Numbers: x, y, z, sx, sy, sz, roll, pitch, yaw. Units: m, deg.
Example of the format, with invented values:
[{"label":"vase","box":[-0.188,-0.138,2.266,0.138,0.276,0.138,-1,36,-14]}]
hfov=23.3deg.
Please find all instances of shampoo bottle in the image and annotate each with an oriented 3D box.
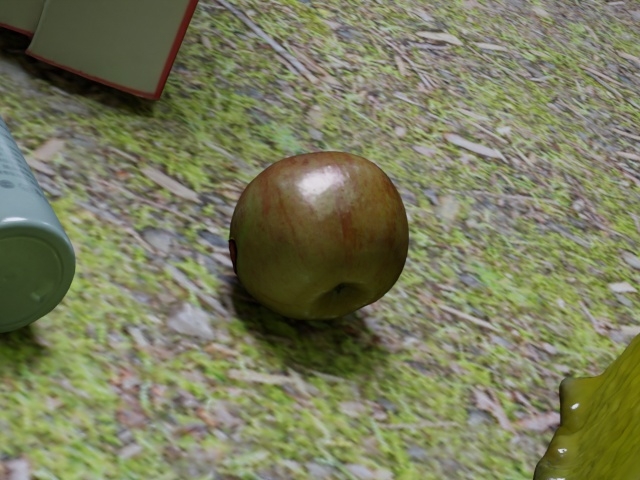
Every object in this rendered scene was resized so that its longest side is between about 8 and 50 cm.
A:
[{"label":"shampoo bottle","box":[-0.158,-0.040,0.654,0.056,0.056,0.195,8,31,-35]}]

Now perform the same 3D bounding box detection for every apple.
[{"label":"apple","box":[0.000,0.000,0.703,0.084,0.084,0.071,8,57,-34]}]

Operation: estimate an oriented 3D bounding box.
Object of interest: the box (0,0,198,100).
[{"label":"box","box":[-0.177,-0.311,0.856,0.300,0.312,0.314,16,26,-17]}]

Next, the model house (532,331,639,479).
[{"label":"model house","box":[0.210,0.053,0.616,0.175,0.234,0.193,29,23,4]}]
